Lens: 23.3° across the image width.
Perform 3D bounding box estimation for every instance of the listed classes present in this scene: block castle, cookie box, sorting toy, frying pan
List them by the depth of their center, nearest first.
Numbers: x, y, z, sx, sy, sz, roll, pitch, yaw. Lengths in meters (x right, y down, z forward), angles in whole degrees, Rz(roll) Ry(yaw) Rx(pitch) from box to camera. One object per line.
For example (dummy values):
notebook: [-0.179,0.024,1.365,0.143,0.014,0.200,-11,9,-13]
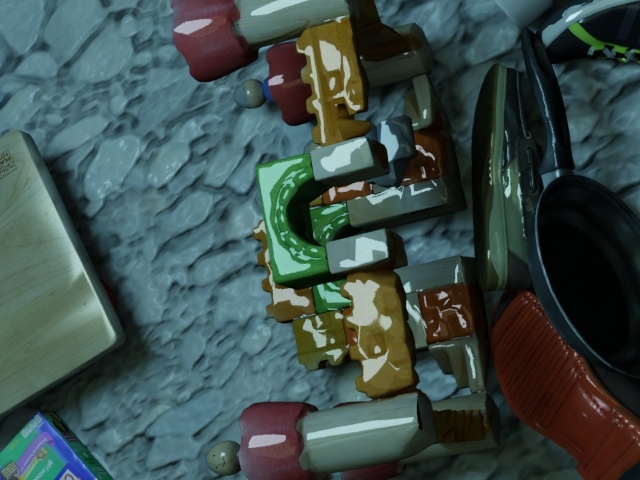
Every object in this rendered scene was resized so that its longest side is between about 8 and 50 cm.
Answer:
frying pan: [0.217,-0.020,1.393,0.053,0.197,0.326,-32,91,39]
block castle: [0.000,0.000,1.422,0.212,0.303,0.453,-14,80,19]
cookie box: [-0.285,0.249,1.642,0.107,0.040,0.092,45,100,17]
sorting toy: [-0.350,0.059,1.658,0.257,0.089,0.255,-31,76,15]

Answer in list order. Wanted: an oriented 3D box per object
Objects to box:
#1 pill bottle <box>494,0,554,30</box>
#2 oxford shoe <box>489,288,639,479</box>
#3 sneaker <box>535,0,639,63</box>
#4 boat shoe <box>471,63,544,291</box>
pill bottle: [0.247,-0.340,1.436,0.283,0.161,0.161,-42,73,12]
oxford shoe: [0.249,0.147,1.427,0.097,0.098,0.271,-57,46,27]
sneaker: [0.313,-0.191,1.440,0.234,0.084,0.097,-17,81,18]
boat shoe: [0.186,-0.058,1.484,0.073,0.080,0.224,5,74,-7]
